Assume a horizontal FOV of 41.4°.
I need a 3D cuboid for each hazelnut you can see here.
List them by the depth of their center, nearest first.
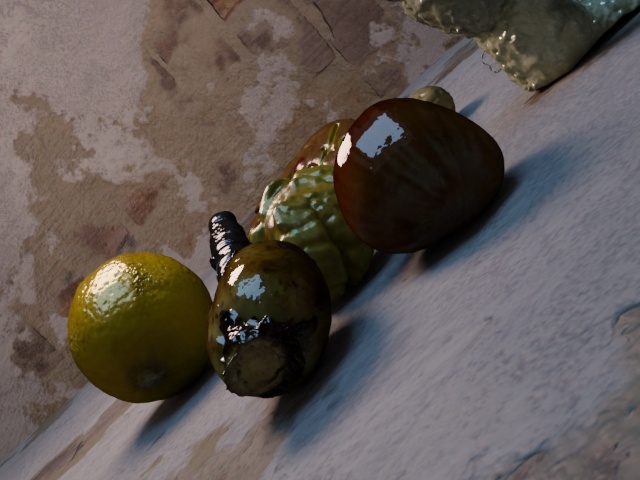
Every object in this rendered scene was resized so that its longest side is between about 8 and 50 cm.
[{"bbox_3d":[0.116,-0.089,1.046,0.210,0.186,0.210,-29,-4,-2],"label":"hazelnut"}]

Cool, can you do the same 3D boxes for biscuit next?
[{"bbox_3d":[-0.053,-0.066,1.653,0.394,0.070,0.350,-62,26,-10],"label":"biscuit"}]

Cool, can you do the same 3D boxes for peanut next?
[{"bbox_3d":[0.202,-0.236,1.672,0.117,0.101,0.263,-61,-4,36],"label":"peanut"}]

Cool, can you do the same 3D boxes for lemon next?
[{"bbox_3d":[-0.319,0.157,1.532,0.293,0.293,0.293,-42,8,7],"label":"lemon"}]

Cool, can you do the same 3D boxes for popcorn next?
[{"bbox_3d":[0.000,0.000,1.247,0.200,0.203,0.226,-21,44,-22],"label":"popcorn"}]

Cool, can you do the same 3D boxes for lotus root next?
[{"bbox_3d":[-0.062,0.087,1.038,0.314,0.141,0.169,-101,33,-67],"label":"lotus root"}]

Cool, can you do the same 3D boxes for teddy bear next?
[{"bbox_3d":[0.300,-0.431,1.317,0.375,0.362,0.327,-45,9,-4],"label":"teddy bear"}]

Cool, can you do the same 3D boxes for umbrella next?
[{"bbox_3d":[-0.142,0.047,1.540,0.113,0.106,0.357,-54,28,14],"label":"umbrella"}]

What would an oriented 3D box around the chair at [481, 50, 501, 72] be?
[{"bbox_3d":[0.414,-0.499,1.937,0.160,0.170,0.325,-36,54,19],"label":"chair"}]
